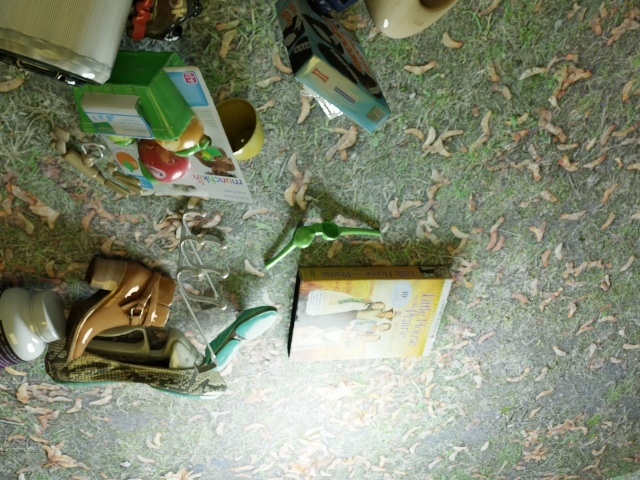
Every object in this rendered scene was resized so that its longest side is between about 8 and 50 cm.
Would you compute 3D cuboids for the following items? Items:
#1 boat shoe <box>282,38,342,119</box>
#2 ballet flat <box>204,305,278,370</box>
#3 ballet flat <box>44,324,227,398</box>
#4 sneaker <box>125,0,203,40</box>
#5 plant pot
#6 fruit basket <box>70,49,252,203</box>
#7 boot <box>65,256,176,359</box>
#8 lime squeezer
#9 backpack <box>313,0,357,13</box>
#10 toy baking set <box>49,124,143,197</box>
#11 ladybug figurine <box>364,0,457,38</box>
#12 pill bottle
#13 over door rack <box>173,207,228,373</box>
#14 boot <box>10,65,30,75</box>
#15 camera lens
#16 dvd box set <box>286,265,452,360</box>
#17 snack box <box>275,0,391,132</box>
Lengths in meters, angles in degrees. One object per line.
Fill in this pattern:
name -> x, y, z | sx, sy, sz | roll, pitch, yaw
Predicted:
boat shoe -> -0.017, -0.335, 1.515 | 0.076, 0.083, 0.226 | -37, 127, 15
ballet flat -> -0.221, 0.239, 1.912 | 0.247, 0.087, 0.083 | -44, 132, 8
ballet flat -> -0.464, 0.305, 1.883 | 0.482, 0.164, 0.182 | 11, 105, -18
sneaker -> -0.271, -0.489, 1.330 | 0.135, 0.098, 0.276 | 13, 125, -21
plant pot -> -0.175, -0.225, 1.550 | 0.134, 0.134, 0.095 | -29, 153, 11
fruit basket -> -0.330, -0.204, 1.443 | 0.327, 0.165, 0.353 | 9, 137, 23
boot -> -0.497, 0.185, 1.781 | 0.220, 0.109, 0.283 | 18, 96, -32
lime squeezer -> 0.000, 0.000, 1.799 | 0.310, 0.059, 0.110 | -17, 129, 0
backpack -> 0.014, -0.508, 1.379 | 0.101, 0.098, 0.120 | -30, 129, 16
toy baking set -> -0.471, -0.168, 1.494 | 0.256, 0.196, 0.030 | 43, 64, -41
ladybug figurine -> 0.218, -0.584, 1.288 | 0.449, 0.162, 0.305 | -53, 157, 25
pill bottle -> -0.787, 0.220, 1.712 | 0.323, 0.181, 0.181 | -15, 129, 0
over door rack -> -0.268, 0.116, 1.714 | 0.108, 0.239, 0.324 | -5, 128, -2
boot -> -0.569, -0.431, 1.322 | 0.178, 0.085, 0.236 | 30, 116, -35
camera lens -> -0.437, -0.414, 1.221 | 0.219, 0.219, 0.274 | 16, 95, -23
dvd box set -> 0.129, 0.205, 1.984 | 0.420, 0.062, 0.308 | 0, 128, -13
snack box -> 0.017, -0.350, 1.357 | 0.187, 0.322, 0.060 | 30, 118, -31
